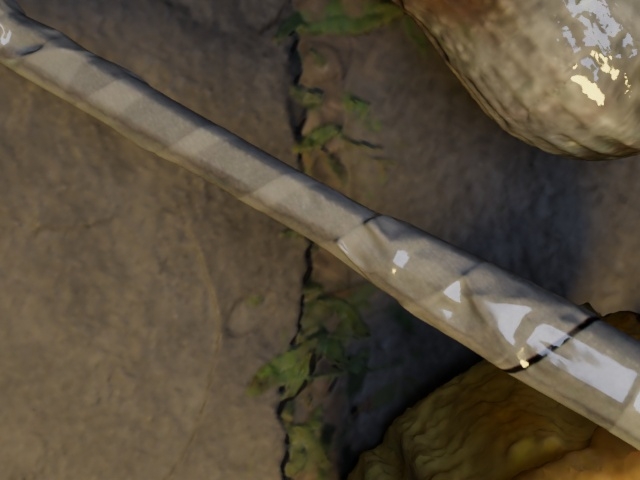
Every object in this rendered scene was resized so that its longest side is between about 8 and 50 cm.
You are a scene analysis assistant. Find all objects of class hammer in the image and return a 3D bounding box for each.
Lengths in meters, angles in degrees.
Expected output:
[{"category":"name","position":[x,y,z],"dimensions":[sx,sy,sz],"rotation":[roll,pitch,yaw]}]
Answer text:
[{"category":"hammer","position":[0.000,0.000,0.489],"dimensions":[0.427,0.044,0.152],"rotation":[32,86,5]}]

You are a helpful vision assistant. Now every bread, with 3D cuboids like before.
[{"category":"bread","position":[0.079,0.141,0.560],"dimensions":[0.133,0.174,0.251],"rotation":[15,98,-17]}]

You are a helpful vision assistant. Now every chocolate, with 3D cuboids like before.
[{"category":"chocolate","position":[0.075,-0.126,0.544],"dimensions":[0.248,0.110,0.110],"rotation":[39,85,-15]}]
